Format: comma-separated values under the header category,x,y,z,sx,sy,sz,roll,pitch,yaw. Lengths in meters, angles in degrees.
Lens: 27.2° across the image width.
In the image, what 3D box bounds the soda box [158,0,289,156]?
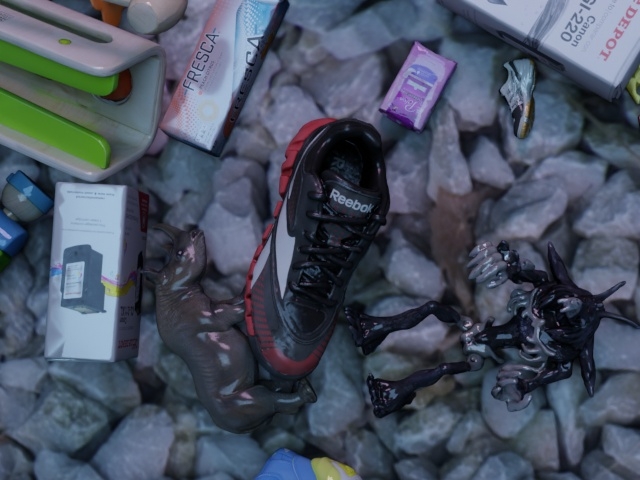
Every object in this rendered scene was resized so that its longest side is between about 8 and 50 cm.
category,x,y,z,sx,sy,sz,roll,pitch,yaw
soda box,-0.098,-0.181,1.366,0.063,0.058,0.183,24,90,6

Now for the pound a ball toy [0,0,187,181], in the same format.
category,x,y,z,sx,sy,sz,roll,pitch,yaw
pound a ball toy,-0.267,-0.204,1.299,0.319,0.136,0.208,22,122,18

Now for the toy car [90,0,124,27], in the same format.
category,x,y,z,sx,sy,sz,roll,pitch,yaw
toy car,-0.241,-0.327,1.328,0.219,0.210,0.238,-14,98,15

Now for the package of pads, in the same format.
category,x,y,z,sx,sy,sz,roll,pitch,yaw
package of pads,0.100,-0.157,1.359,0.050,0.032,0.083,29,90,9

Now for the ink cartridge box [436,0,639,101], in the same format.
category,x,y,z,sx,sy,sz,roll,pitch,yaw
ink cartridge box,0.241,-0.261,1.313,0.218,0.092,0.158,32,93,9

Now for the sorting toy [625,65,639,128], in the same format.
category,x,y,z,sx,sy,sz,roll,pitch,yaw
sorting toy,0.438,-0.163,1.321,0.274,0.046,0.132,-8,86,5

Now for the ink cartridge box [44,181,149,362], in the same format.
category,x,y,z,sx,sy,sz,roll,pitch,yaw
ink cartridge box,-0.223,0.034,1.331,0.072,0.127,0.175,3,88,3

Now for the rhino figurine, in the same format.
category,x,y,z,sx,sy,sz,roll,pitch,yaw
rhino figurine,-0.108,0.086,1.345,0.106,0.073,0.243,-32,83,0

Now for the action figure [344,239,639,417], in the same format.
category,x,y,z,sx,sy,sz,roll,pitch,yaw
action figure,0.172,0.091,1.286,0.275,0.141,0.164,-16,79,7

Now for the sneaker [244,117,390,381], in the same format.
category,x,y,z,sx,sy,sz,roll,pitch,yaw
sneaker,0.000,0.000,1.278,0.097,0.135,0.276,20,74,-18

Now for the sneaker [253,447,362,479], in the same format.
category,x,y,z,sx,sy,sz,roll,pitch,yaw
sneaker,-0.051,0.318,1.331,0.126,0.091,0.240,27,90,25

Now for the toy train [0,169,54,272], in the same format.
category,x,y,z,sx,sy,sz,roll,pitch,yaw
toy train,-0.406,-0.063,1.372,0.248,0.105,0.143,41,81,6

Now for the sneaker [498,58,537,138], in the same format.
category,x,y,z,sx,sy,sz,roll,pitch,yaw
sneaker,0.200,-0.144,1.353,0.037,0.032,0.083,3,82,19
